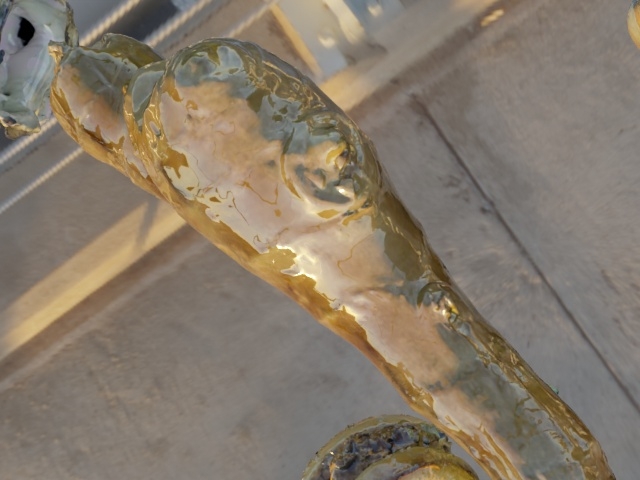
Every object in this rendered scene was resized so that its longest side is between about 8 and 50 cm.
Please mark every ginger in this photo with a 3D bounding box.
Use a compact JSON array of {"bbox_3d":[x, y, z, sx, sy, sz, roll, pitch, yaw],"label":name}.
[{"bbox_3d":[0.000,0.000,0.465,0.333,0.148,0.081,42,62,10],"label":"ginger"}]

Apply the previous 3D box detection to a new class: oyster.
[{"bbox_3d":[-0.278,-0.175,1.026,0.081,0.191,0.163,2,93,18],"label":"oyster"}]

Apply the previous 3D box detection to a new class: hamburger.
[{"bbox_3d":[0.058,0.249,1.048,0.182,0.191,0.118,-42,42,-12],"label":"hamburger"}]

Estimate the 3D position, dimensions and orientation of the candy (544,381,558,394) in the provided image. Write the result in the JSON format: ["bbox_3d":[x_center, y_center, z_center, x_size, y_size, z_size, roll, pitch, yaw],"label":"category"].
[{"bbox_3d":[0.140,0.097,1.063,0.202,0.061,0.061,30,95,24],"label":"candy"}]

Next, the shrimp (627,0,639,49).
[{"bbox_3d":[0.258,-0.090,0.623,0.185,0.287,0.068,29,92,-28],"label":"shrimp"}]
